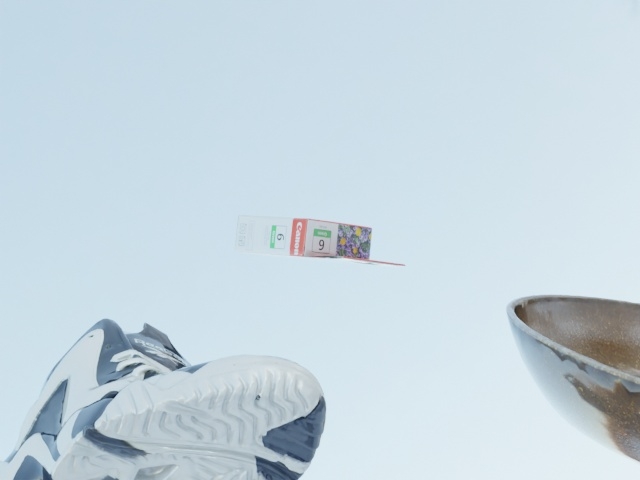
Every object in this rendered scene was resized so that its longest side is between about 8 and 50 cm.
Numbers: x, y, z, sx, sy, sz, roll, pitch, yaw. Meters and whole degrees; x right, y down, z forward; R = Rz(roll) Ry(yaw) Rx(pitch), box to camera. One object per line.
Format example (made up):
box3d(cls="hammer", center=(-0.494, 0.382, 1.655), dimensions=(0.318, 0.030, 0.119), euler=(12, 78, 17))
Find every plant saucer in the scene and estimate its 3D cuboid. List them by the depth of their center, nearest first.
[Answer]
box3d(cls="plant saucer", center=(0.239, 0.088, 0.833), dimensions=(0.310, 0.310, 0.050), euler=(1, -76, -53))

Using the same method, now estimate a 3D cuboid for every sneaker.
box3d(cls="sneaker", center=(-0.084, 0.083, 0.893), dimensions=(0.094, 0.153, 0.235), euler=(38, -52, -20))

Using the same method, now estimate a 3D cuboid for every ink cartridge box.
box3d(cls="ink cartridge box", center=(0.000, 0.000, 1.179), dimensions=(0.063, 0.029, 0.115), euler=(8, -3, -42))
